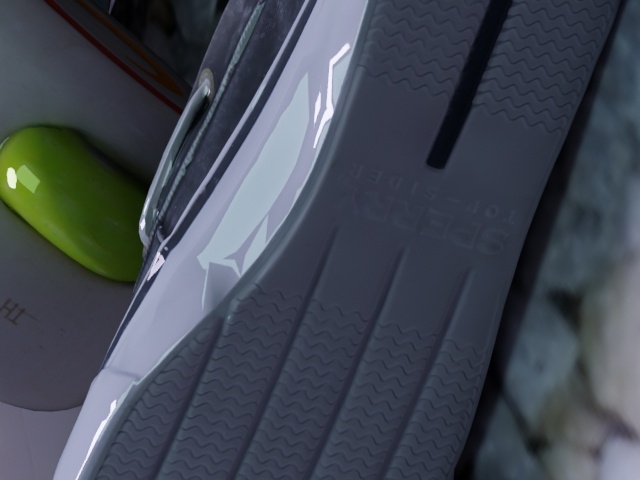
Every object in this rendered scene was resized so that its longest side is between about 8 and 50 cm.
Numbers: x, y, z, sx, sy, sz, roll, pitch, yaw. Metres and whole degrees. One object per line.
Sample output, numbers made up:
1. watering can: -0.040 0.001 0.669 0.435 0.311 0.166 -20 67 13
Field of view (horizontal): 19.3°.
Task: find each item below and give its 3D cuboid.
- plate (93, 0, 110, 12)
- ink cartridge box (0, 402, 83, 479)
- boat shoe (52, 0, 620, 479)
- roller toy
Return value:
1. plate: -0.148 -0.087 0.904 0.024 0.188 0.188 29 113 19
2. ink cartridge box: -0.179 0.157 0.942 0.191 0.082 0.140 -59 35 33
3. boat shoe: 0.000 0.000 0.638 0.335 0.121 0.119 -62 24 11
4. roller toy: -0.133 -0.030 0.763 0.146 0.191 0.209 -48 -10 6
